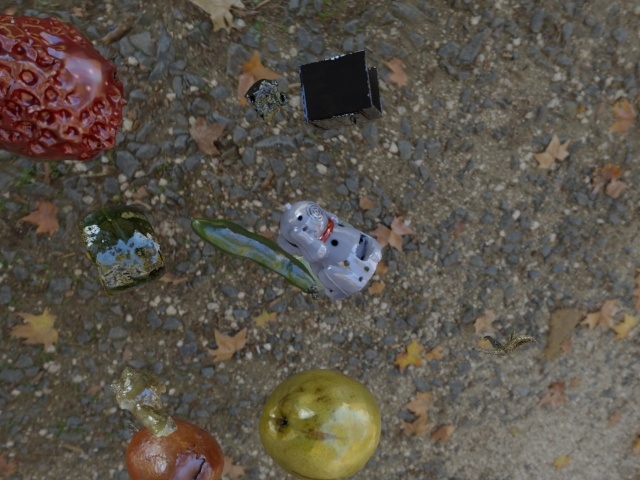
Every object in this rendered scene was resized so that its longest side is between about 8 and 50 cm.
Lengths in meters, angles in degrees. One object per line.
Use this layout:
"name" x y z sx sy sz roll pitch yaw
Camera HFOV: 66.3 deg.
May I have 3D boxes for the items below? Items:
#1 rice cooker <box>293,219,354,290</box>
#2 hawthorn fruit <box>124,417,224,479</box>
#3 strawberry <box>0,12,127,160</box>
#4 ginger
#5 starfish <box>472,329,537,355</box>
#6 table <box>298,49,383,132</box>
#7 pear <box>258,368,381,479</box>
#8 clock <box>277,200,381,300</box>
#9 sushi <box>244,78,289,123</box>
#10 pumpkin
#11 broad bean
"rice cooker" 0.033 0.050 1.671 0.244 0.226 0.226 -16 128 32
"hawthorn fruit" -0.385 0.532 1.211 0.211 0.299 0.211 -47 158 -25
"strawberry" -0.569 -0.296 0.922 0.295 0.345 0.317 -44 83 11
"ginger" -0.348 0.329 1.003 0.165 0.096 0.067 43 118 12
"starfish" 0.407 0.242 1.112 0.130 0.133 0.041 -17 86 -9
"table" 0.064 -0.414 1.397 0.193 0.169 0.173 -7 92 18
"pear" 0.004 0.482 1.292 0.314 0.314 0.314 -7 119 -14
"clock" 0.000 0.003 1.184 0.254 0.189 0.189 37 102 -18
"sushi" -0.130 -0.346 1.182 0.084 0.056 0.083 -39 138 6
"pumpkin" -0.444 0.032 1.100 0.139 0.280 0.190 -26 85 -23
"broad bean" -0.100 0.021 0.808 0.254 0.065 0.046 31 137 -21
